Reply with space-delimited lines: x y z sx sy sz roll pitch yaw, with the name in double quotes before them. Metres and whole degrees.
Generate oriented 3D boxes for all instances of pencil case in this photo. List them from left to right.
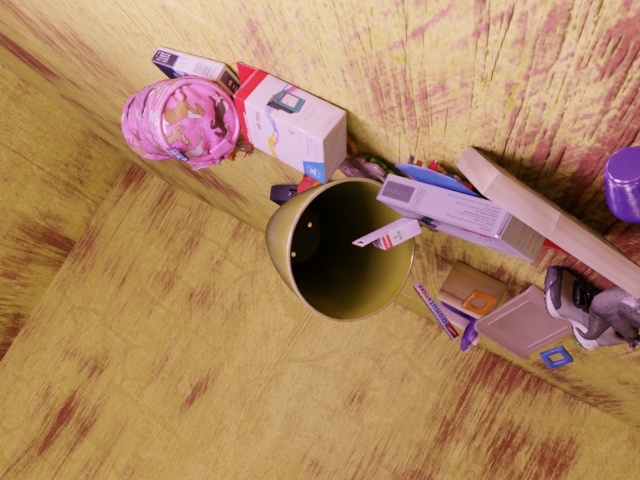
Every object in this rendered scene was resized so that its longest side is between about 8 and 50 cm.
"pencil case" -0.298 -0.237 1.247 0.160 0.167 0.386 8 -174 -29

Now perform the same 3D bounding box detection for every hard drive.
"hard drive" -0.057 -0.109 1.883 0.172 0.054 0.255 33 171 -24

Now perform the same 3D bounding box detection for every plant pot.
"plant pot" 0.000 0.000 1.272 0.275 0.274 0.294 34 172 -26

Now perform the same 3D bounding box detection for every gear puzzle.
"gear puzzle" 0.105 -0.134 1.222 0.339 0.044 0.175 40 169 -38

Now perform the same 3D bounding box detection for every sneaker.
"sneaker" 0.525 0.126 1.202 0.272 0.100 0.108 37 148 -32

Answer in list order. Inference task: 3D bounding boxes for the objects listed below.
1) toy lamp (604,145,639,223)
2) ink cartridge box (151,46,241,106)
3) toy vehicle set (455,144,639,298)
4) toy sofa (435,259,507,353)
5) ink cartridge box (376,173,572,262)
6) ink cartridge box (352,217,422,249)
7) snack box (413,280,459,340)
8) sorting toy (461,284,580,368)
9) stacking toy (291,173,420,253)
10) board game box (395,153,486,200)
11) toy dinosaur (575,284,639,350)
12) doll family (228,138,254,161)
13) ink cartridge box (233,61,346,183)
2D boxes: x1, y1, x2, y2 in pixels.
"toy lamp" 0.401 -0.020 0.725 0.080 0.080 0.275 21 168 46
"ink cartridge box" -0.213 -0.305 1.259 0.206 0.045 0.208 24 172 35
"toy vehicle set" 0.318 -0.031 0.851 0.267 0.035 0.166 31 -163 -12
"toy sofa" 0.400 0.197 1.726 0.150 0.177 0.362 29 172 15
"ink cartridge box" 0.272 -0.025 1.090 0.239 0.060 0.275 28 177 -42
"ink cartridge box" 0.121 -0.005 1.120 0.029 0.115 0.063 66 169 -12
"snack box" 0.311 0.189 1.649 0.178 0.022 0.064 55 178 13
"sorting toy" 0.506 0.195 1.499 0.348 0.047 0.196 32 129 -17
"stacking toy" 0.092 -0.065 1.500 0.309 0.130 0.280 33 156 -23
"board game box" 0.211 -0.106 1.023 0.169 0.033 0.133 24 178 -40
"toy dinosaur" 0.544 0.121 1.036 0.160 0.121 0.313 42 170 -12
"doll family" -0.284 -0.256 1.538 0.163 0.118 0.263 21 168 47
"ink cartridge box" -0.069 -0.211 1.092 0.231 0.078 0.134 29 157 17
